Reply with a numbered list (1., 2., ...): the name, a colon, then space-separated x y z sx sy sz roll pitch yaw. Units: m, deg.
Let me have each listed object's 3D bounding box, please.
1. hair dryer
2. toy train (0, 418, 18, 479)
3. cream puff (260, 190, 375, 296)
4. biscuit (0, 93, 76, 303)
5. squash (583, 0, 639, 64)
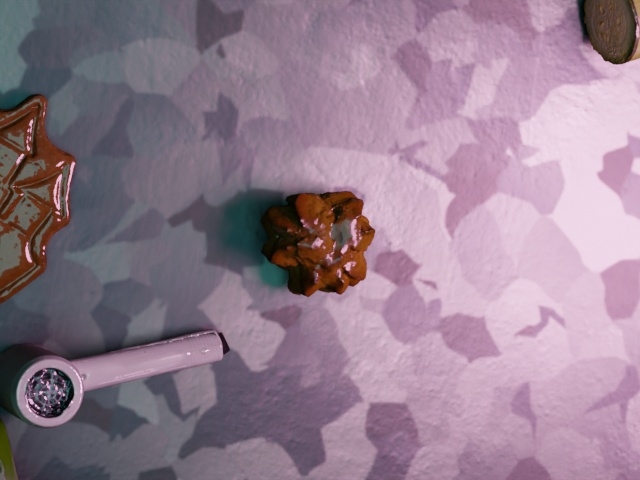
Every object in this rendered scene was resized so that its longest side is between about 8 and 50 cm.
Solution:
1. hair dryer: -0.195 0.129 1.394 0.236 0.131 0.073 -8 93 -22
2. toy train: -0.408 0.283 1.313 0.307 0.173 0.249 -17 71 -8
3. cream puff: 0.000 0.000 1.420 0.122 0.094 0.116 42 85 -6
4. biscuit: -0.329 -0.051 1.390 0.182 0.034 0.215 31 90 -11
5. squash: 0.392 -0.247 1.465 0.224 0.094 0.094 -14 97 -14
